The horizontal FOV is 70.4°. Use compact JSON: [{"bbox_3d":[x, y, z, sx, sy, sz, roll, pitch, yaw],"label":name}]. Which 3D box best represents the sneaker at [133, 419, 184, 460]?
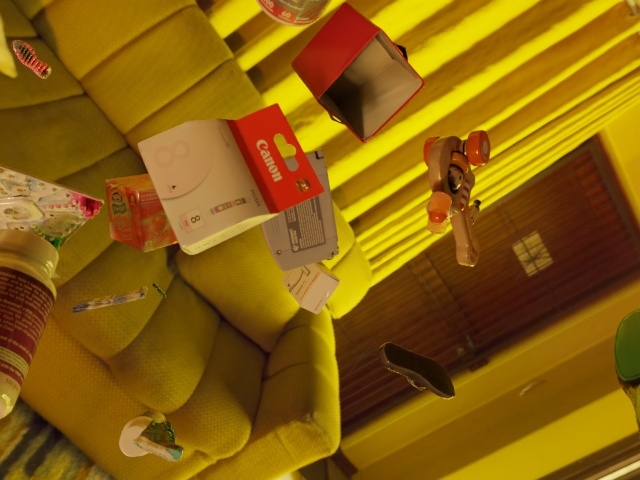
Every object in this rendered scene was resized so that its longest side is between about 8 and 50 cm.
[{"bbox_3d":[-0.369,0.459,1.059,0.065,0.166,0.076,57,47,-32],"label":"sneaker"}]

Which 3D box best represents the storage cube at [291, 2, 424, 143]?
[{"bbox_3d":[0.081,-0.377,1.025,0.183,0.215,0.193,30,23,-42],"label":"storage cube"}]

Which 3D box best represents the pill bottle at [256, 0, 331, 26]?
[{"bbox_3d":[-0.016,-0.662,0.994,0.210,0.210,0.363,56,-23,-5],"label":"pill bottle"}]

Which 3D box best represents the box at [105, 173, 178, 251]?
[{"bbox_3d":[-0.366,-0.093,1.157,0.300,0.142,0.154,-21,121,-50],"label":"box"}]

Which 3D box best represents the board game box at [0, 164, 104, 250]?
[{"bbox_3d":[-0.984,-0.087,1.472,0.390,0.390,0.050,23,48,-44],"label":"board game box"}]

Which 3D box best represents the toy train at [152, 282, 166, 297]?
[{"bbox_3d":[-0.689,0.214,1.940,0.083,0.017,0.024,47,-5,4],"label":"toy train"}]

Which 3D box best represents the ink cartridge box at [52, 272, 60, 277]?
[{"bbox_3d":[-0.970,0.083,1.482,0.171,0.235,0.056,55,54,-28],"label":"ink cartridge box"}]

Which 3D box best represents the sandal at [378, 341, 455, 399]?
[{"bbox_3d":[0.262,0.358,1.247,0.254,0.054,0.097,32,37,-11],"label":"sandal"}]

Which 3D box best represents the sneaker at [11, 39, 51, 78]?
[{"bbox_3d":[-0.757,-0.471,1.171,0.057,0.047,0.119,29,-16,16],"label":"sneaker"}]

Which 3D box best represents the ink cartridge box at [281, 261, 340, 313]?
[{"bbox_3d":[-0.039,0.144,1.617,0.086,0.148,0.203,30,5,-32],"label":"ink cartridge box"}]

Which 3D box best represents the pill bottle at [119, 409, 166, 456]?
[{"bbox_3d":[-0.518,0.563,1.322,0.108,0.108,0.180,58,-13,6],"label":"pill bottle"}]

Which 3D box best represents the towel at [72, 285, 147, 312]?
[{"bbox_3d":[-0.882,0.243,1.923,0.209,0.285,0.034,-173,-107,-72],"label":"towel"}]

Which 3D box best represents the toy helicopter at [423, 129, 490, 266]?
[{"bbox_3d":[0.329,-0.076,1.098,0.235,0.140,0.355,-48,127,-40],"label":"toy helicopter"}]

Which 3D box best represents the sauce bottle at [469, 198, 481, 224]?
[{"bbox_3d":[0.502,-0.094,1.497,0.042,0.042,0.128,55,44,-14],"label":"sauce bottle"}]

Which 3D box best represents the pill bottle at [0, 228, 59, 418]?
[{"bbox_3d":[-0.559,0.132,0.767,0.169,0.169,0.301,47,30,-42],"label":"pill bottle"}]

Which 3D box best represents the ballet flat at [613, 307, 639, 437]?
[{"bbox_3d":[0.734,0.319,0.946,0.182,0.164,0.483,49,31,4],"label":"ballet flat"}]

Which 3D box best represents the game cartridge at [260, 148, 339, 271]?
[{"bbox_3d":[-0.064,-0.075,1.186,0.062,0.198,0.297,-130,-151,-66],"label":"game cartridge"}]

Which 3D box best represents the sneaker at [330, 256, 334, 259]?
[{"bbox_3d":[0.000,0.000,1.795,0.178,0.072,0.077,66,17,-7],"label":"sneaker"}]

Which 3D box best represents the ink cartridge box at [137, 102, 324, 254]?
[{"bbox_3d":[-0.139,-0.111,0.706,0.189,0.232,0.066,63,-2,14],"label":"ink cartridge box"}]
